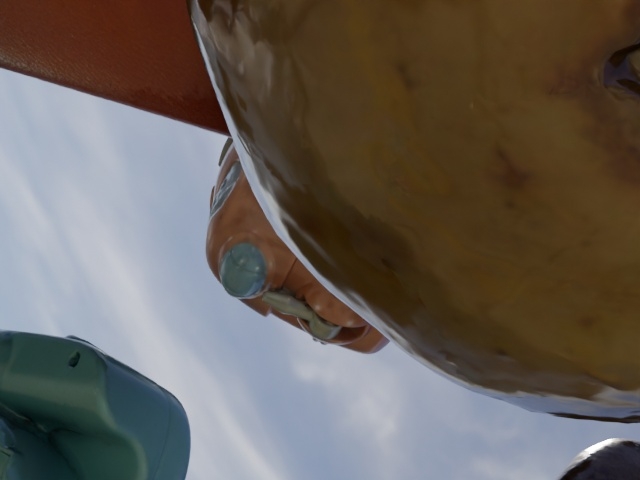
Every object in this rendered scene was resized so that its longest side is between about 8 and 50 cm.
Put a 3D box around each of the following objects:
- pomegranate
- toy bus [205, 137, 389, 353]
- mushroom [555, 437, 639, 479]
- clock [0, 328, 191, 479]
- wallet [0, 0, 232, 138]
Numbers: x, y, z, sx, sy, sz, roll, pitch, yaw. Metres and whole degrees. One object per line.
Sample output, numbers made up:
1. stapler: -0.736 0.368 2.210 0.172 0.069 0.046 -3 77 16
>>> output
1. pomegranate: 0.133 -0.125 0.539 0.410 0.410 0.410 48 -31 41
2. toy bus: 0.000 0.000 1.489 0.288 0.232 0.194 29 -42 0
3. mushroom: 0.272 0.335 1.293 0.163 0.297 0.278 16 -14 22
4. clock: -0.201 0.182 0.759 0.224 0.274 0.094 -1 -31 43
5. wallet: -0.122 -0.136 0.761 0.204 0.045 0.142 18 -43 23
